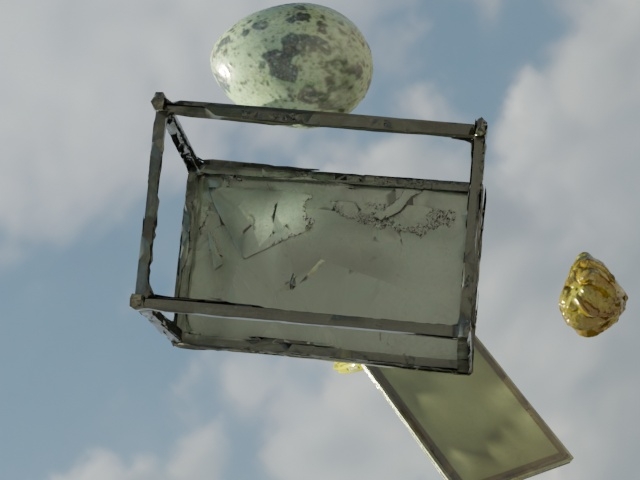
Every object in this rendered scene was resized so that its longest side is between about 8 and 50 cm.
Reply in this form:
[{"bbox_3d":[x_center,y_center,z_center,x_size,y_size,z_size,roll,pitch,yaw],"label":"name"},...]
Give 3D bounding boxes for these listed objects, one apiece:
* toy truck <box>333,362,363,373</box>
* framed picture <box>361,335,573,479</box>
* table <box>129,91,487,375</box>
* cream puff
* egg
[{"bbox_3d":[0.097,0.050,2.320,0.136,0.111,0.286,-20,37,54],"label":"toy truck"},{"bbox_3d":[0.165,0.191,2.047,0.173,0.231,0.010,-13,-38,-34],"label":"framed picture"},{"bbox_3d":[0.000,0.000,1.825,0.272,0.335,0.222,69,-155,-78],"label":"table"},{"bbox_3d":[0.251,0.050,1.610,0.083,0.058,0.083,65,-141,-65],"label":"cream puff"},{"bbox_3d":[-0.030,-0.184,1.852,0.132,0.172,0.132,4,-90,-86],"label":"egg"}]
